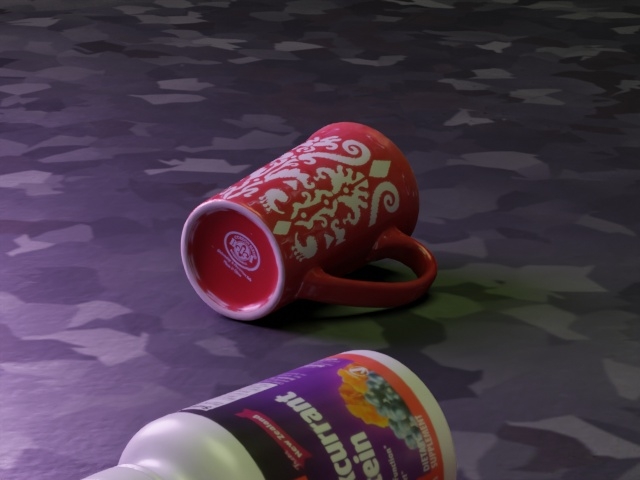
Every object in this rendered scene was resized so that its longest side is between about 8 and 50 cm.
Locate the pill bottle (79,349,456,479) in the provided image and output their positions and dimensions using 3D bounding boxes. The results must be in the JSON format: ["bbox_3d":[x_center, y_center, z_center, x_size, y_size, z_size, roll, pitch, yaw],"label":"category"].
[{"bbox_3d":[-0.032,0.127,0.889,0.108,0.108,0.193,17,24,41],"label":"pill bottle"}]

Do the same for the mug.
[{"bbox_3d":[-0.002,-0.010,1.323,0.150,0.113,0.169,10,23,31],"label":"mug"}]
